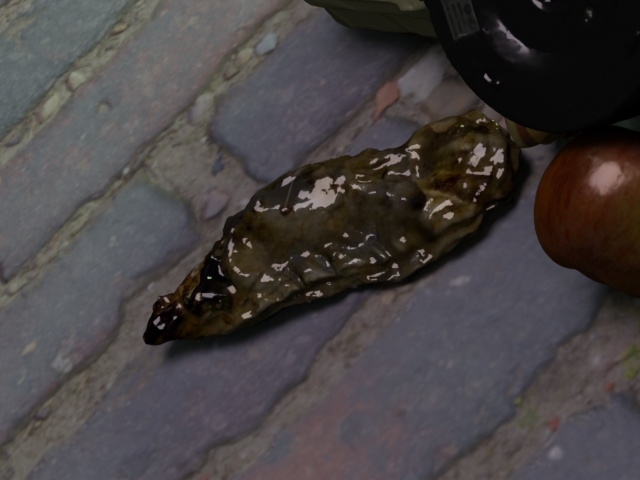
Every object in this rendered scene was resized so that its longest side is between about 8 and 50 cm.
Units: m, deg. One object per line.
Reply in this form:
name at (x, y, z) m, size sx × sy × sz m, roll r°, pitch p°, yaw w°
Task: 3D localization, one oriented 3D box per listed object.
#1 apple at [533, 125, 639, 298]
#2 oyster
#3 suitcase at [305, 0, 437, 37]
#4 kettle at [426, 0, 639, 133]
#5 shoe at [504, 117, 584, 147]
apple at (0.206, -0.018, 1.335) m, size 0.126 × 0.126 × 0.102 m, roll 21°, pitch 84°, yaw 48°
oyster at (0.000, -0.002, 1.546) m, size 0.345 × 0.078 × 0.128 m, roll -26°, pitch 51°, yaw 17°
suitcase at (0.099, -0.340, 1.660) m, size 0.339 × 0.194 × 0.351 m, roll 14°, pitch 65°, yaw 49°
kettle at (0.219, -0.198, 1.394) m, size 0.290 × 0.207 × 0.268 m, roll -19°, pitch 5°, yaw -42°
shoe at (0.183, -0.103, 1.475) m, size 0.069 × 0.072 × 0.109 m, roll -16°, pitch 2°, yaw 37°
